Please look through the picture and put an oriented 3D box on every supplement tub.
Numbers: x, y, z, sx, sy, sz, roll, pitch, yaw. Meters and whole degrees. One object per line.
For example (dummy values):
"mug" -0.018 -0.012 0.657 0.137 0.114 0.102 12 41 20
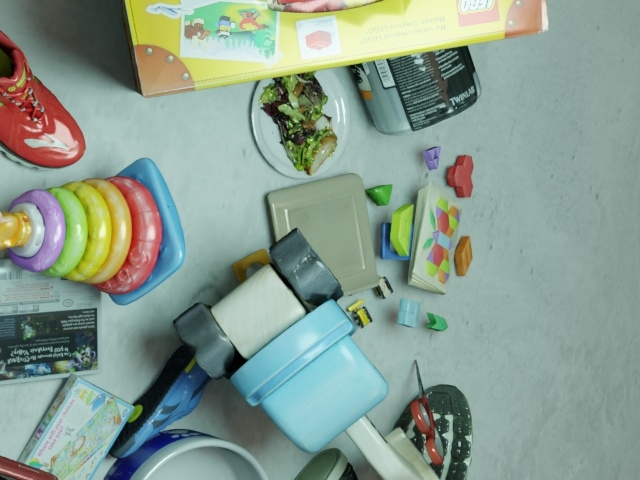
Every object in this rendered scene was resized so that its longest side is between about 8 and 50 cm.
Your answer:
"supplement tub" 0.127 -0.347 1.730 0.193 0.193 0.316 -34 112 -31

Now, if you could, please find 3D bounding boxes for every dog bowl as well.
"dog bowl" -0.202 0.419 1.586 0.265 0.104 0.265 -3 95 -36

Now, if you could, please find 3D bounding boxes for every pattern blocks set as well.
"pattern blocks set" 0.203 -0.002 1.855 0.285 0.026 0.325 4 89 -56

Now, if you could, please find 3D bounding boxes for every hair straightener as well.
"hair straightener" -0.465 0.320 1.403 0.230 0.047 0.089 28 97 -33

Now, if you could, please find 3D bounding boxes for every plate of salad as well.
"plate of salad" -0.023 -0.199 1.717 0.200 0.048 0.200 -3 95 -36

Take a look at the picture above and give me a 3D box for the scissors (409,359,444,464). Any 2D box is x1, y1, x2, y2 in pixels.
"scissors" 0.176 0.284 1.778 0.021 0.297 0.109 -26 96 8

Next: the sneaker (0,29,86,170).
"sneaker" -0.408 -0.195 1.383 0.279 0.118 0.107 48 66 -29

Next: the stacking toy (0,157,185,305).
"stacking toy" -0.338 -0.011 1.361 0.302 0.166 0.175 2 62 -53

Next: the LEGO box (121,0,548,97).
"LEGO box" -0.010 -0.325 1.407 0.500 0.372 0.193 -11 101 -9

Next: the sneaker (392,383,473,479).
"sneaker" 0.208 0.462 1.909 0.182 0.158 0.410 14 81 -68

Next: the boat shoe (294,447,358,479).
"boat shoe" -0.039 0.497 1.701 0.113 0.127 0.340 50 54 -18

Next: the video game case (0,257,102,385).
"video game case" -0.394 0.109 1.474 0.190 0.022 0.173 -3 94 -38

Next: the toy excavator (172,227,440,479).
"toy excavator" 0.020 0.239 1.588 0.222 0.433 0.445 -36 83 -1

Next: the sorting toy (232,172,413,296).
"sorting toy" 0.000 0.000 1.745 0.348 0.047 0.196 -15 97 -31

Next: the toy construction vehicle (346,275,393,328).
"toy construction vehicle" 0.074 0.088 1.820 0.086 0.035 0.098 -35 106 -18

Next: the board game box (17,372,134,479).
"board game box" -0.347 0.279 1.503 0.103 0.026 0.154 36 80 -33

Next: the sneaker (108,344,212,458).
"sneaker" -0.227 0.252 1.580 0.209 0.069 0.082 -51 124 -23
